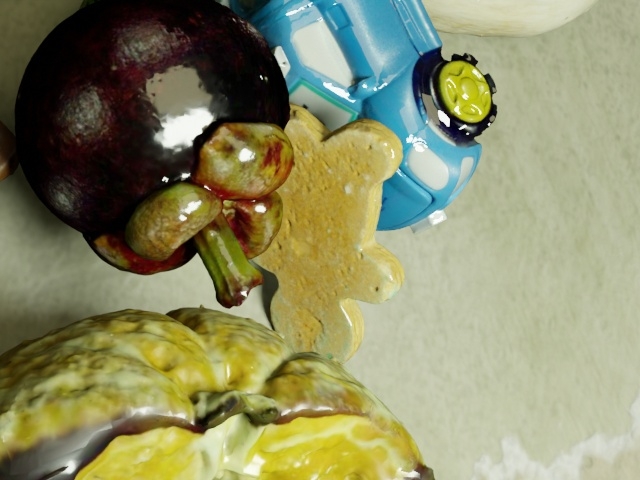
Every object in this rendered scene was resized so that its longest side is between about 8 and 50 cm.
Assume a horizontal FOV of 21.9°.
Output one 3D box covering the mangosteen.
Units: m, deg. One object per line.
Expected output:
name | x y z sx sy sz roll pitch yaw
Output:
mangosteen | -0.109 -0.061 1.215 0.211 0.211 0.250 -13 66 -34

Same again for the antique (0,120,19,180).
antique | -0.341 0.013 1.180 0.093 0.087 0.310 47 57 -13

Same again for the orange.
orange | -0.124 0.168 1.184 0.368 0.271 0.210 -1 32 -31

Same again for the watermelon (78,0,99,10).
watermelon | -0.149 -0.173 1.348 0.109 0.109 0.109 10 70 -29

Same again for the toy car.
toy car | 0.004 -0.143 1.370 0.166 0.198 0.314 -25 90 -37

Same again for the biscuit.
biscuit | 0.000 0.000 1.338 0.030 0.153 0.234 -36 134 -46

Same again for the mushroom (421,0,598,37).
mushroom | 0.145 -0.253 1.559 0.351 0.095 0.123 -5 60 -34
